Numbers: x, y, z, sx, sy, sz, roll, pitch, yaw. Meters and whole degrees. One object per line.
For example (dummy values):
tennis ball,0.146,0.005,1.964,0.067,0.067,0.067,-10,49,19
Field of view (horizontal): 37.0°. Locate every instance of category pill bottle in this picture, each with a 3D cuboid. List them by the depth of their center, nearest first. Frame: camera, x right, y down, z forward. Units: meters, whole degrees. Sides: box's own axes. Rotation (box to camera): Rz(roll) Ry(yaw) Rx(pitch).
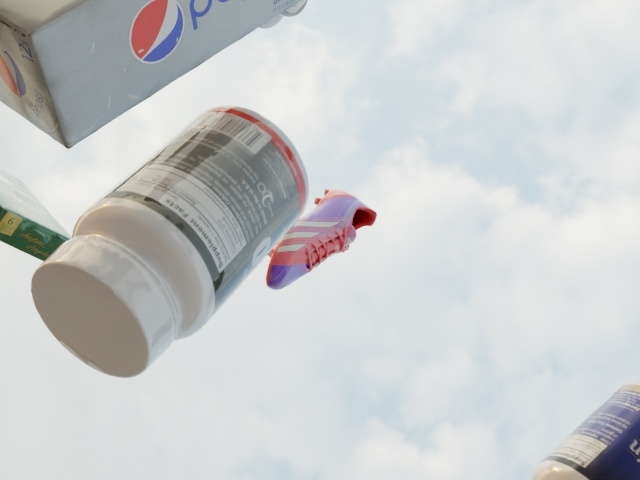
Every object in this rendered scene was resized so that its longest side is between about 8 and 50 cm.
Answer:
pill bottle,-0.144,-0.003,0.962,0.161,0.283,0.161,19,-46,21
pill bottle,0.363,0.312,1.215,0.153,0.264,0.153,42,-26,26

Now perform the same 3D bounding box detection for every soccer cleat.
soccer cleat,0.000,0.000,1.462,0.095,0.248,0.083,21,-52,17

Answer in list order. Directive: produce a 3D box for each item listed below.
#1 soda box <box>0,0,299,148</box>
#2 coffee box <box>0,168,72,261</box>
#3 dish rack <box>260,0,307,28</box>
soda box,-0.107,-0.191,0.691,0.091,0.286,0.098,33,-32,30
coffee box,-0.378,-0.043,1.143,0.040,0.113,0.184,-53,-131,2
dish rack,-0.070,-0.406,1.049,0.072,0.333,0.286,15,-90,30
